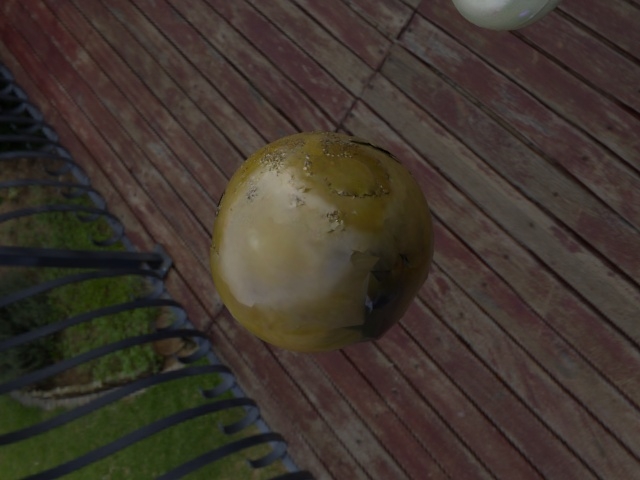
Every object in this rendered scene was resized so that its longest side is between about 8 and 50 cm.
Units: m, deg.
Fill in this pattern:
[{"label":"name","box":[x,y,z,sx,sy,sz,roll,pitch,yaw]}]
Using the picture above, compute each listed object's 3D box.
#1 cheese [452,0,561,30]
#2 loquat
[{"label":"cheese","box":[0.222,-0.277,0.760,0.249,0.071,0.163,-125,42,-51]},{"label":"loquat","box":[0.000,0.000,0.781,0.235,0.235,0.234,-4,84,37]}]
